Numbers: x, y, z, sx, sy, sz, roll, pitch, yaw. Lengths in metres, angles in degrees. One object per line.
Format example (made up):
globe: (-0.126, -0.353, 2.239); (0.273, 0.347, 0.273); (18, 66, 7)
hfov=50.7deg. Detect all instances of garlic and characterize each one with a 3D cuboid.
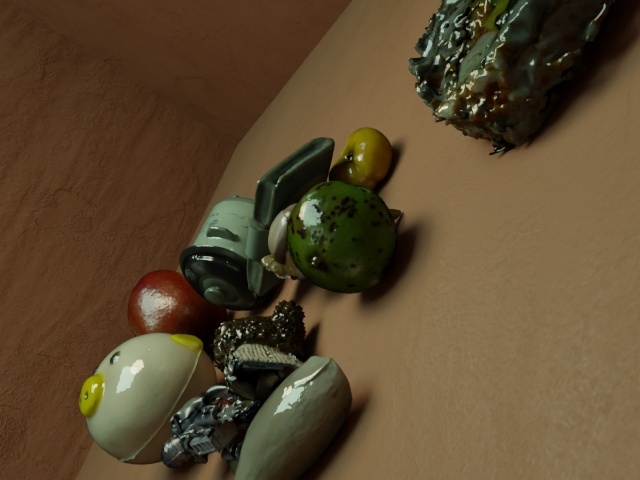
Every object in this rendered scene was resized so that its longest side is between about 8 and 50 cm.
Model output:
garlic: (0.000, 0.000, 1.434); (0.160, 0.214, 0.191); (48, 125, 29)

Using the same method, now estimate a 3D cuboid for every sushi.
sushi: (0.312, -0.344, 1.081); (0.418, 0.175, 0.418); (-51, 18, 24)

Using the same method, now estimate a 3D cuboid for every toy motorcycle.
toy motorcycle: (-0.206, 0.370, 1.347); (0.207, 0.134, 0.401); (-38, 9, -33)

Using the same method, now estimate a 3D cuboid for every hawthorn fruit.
hawthorn fruit: (-0.435, 0.229, 2.035); (0.295, 0.311, 0.295); (-40, 5, 4)

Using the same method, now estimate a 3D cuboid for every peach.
peach: (0.092, -0.173, 1.555); (0.179, 0.103, 0.179); (-47, 27, 34)

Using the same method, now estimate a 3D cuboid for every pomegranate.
pomegranate: (0.051, -0.015, 1.251); (0.211, 0.211, 0.263); (-45, -3, 39)

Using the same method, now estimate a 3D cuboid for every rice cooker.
rice cooker: (-0.231, 0.047, 1.847); (0.316, 0.264, 0.317); (10, -90, -72)

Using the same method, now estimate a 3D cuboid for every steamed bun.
steamed bun: (-0.426, 0.395, 1.706); (0.374, 0.333, 0.334); (-32, 31, 46)

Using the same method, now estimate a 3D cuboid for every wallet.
wallet: (-0.078, -0.047, 1.546); (0.252, 0.083, 0.361); (-39, -28, -42)

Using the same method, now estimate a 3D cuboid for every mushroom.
mushroom: (-0.062, 0.334, 1.083); (0.350, 0.128, 0.128); (-60, 16, 6)

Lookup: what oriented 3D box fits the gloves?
gloves: (-0.114, 0.211, 1.338); (0.312, 0.210, 0.135); (-150, 53, -66)

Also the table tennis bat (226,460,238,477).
table tennis bat: (-0.147, 0.455, 1.298); (0.131, 0.022, 0.234); (-61, 19, -6)
